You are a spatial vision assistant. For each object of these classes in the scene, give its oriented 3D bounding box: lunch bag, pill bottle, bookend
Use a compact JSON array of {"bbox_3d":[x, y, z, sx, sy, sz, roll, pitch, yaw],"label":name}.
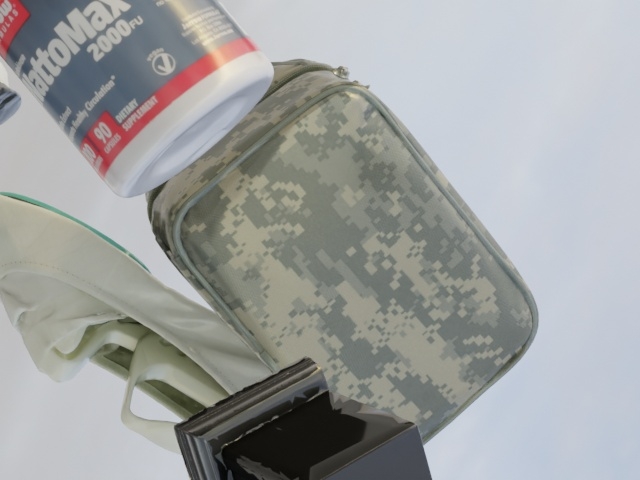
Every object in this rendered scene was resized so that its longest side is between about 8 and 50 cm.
[{"bbox_3d":[0.000,0.000,1.345,0.212,0.305,0.256,-42,-161,-4],"label":"lunch bag"},{"bbox_3d":[-0.119,-0.122,0.854,0.108,0.180,0.108,-40,175,-4],"label":"pill bottle"},{"bbox_3d":[0.028,0.146,0.657,0.072,0.156,0.157,-26,-158,-28],"label":"bookend"}]

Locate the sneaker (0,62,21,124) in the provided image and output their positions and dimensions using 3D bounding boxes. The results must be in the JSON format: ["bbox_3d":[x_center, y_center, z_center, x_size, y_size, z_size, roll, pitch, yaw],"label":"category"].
[{"bbox_3d":[-0.463,-0.146,1.364,0.158,0.410,0.182,96,-17,-73],"label":"sneaker"}]

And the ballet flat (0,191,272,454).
[{"bbox_3d":[-0.169,0.094,1.452,0.139,0.400,0.139,-60,179,-2],"label":"ballet flat"}]
